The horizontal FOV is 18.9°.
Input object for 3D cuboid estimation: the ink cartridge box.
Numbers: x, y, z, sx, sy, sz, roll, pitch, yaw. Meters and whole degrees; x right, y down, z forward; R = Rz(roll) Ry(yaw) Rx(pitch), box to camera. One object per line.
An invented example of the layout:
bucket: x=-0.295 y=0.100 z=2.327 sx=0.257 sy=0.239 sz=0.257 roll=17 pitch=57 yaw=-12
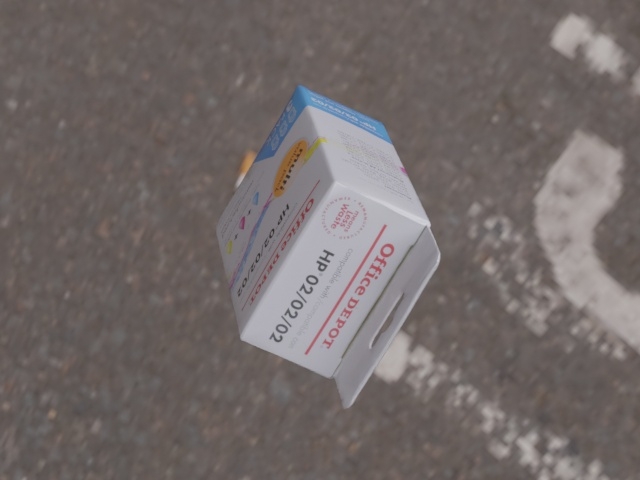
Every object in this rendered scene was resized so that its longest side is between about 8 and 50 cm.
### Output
ink cartridge box: x=0.000 y=0.000 z=1.046 sx=0.061 sy=0.104 sz=0.181 roll=24 pitch=18 yaw=-19
